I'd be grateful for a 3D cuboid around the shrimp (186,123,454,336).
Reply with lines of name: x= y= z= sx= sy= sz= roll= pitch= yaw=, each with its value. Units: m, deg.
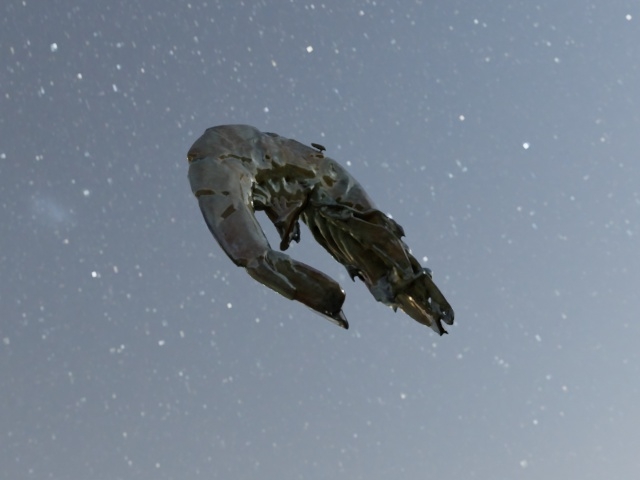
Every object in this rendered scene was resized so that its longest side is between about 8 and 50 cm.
shrimp: x=0.000 y=0.000 z=0.977 sx=0.085 sy=0.360 sz=0.247 roll=-50 pitch=1 yaw=36
